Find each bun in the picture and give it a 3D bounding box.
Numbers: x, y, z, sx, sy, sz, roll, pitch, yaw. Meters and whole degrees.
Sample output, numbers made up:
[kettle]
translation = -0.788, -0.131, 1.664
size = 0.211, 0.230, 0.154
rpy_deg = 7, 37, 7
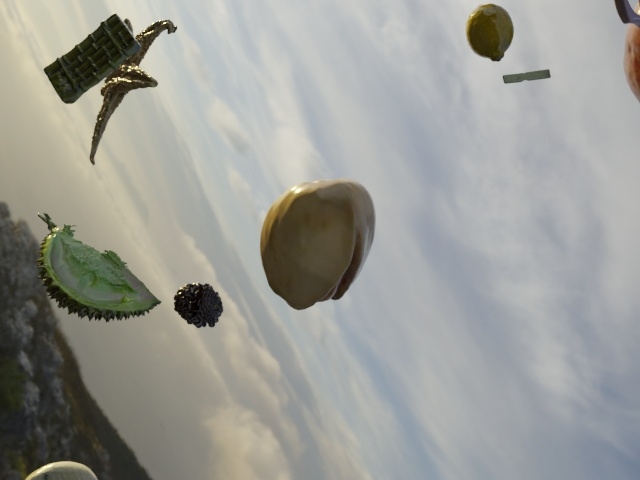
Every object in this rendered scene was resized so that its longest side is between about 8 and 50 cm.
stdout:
[bun]
translation = -0.585, 0.597, 1.372
size = 0.116, 0.237, 0.210
rpy_deg = -23, -84, 52

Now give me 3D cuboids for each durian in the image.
[durian]
translation = -0.328, 0.049, 0.876
size = 0.215, 0.100, 0.086
rpy_deg = 37, -29, 0

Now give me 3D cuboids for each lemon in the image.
[lemon]
translation = 0.223, -0.273, 0.840
size = 0.062, 0.062, 0.083
rpy_deg = 129, -53, -77

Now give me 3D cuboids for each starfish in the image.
[starfish]
translation = -0.328, -0.271, 1.069
size = 0.048, 0.295, 0.231
rpy_deg = 27, -25, -37

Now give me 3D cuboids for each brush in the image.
[brush]
translation = 0.355, -0.282, 1.102
size = 0.013, 0.083, 0.016
rpy_deg = 143, -62, -86

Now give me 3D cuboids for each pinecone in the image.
[pinecone]
translation = -0.200, 0.106, 1.043
size = 0.083, 0.077, 0.077
rpy_deg = -3, -55, 29

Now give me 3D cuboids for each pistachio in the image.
[pistachio]
translation = 0.000, 0.000, 1.261
size = 0.230, 0.229, 0.309
rpy_deg = 52, -41, 37

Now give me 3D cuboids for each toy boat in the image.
[toy boat]
translation = -0.275, -0.218, 0.766
size = 0.063, 0.115, 0.016
rpy_deg = 53, 3, 22

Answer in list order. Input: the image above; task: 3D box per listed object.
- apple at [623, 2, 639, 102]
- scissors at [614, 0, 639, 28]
[apple]
translation = 0.633, -0.305, 0.970
size = 0.277, 0.309, 0.250
rpy_deg = 32, 30, -16
[scissors]
translation = 0.301, -0.320, 0.656
size = 0.212, 0.110, 0.021
rpy_deg = 51, -27, -17
